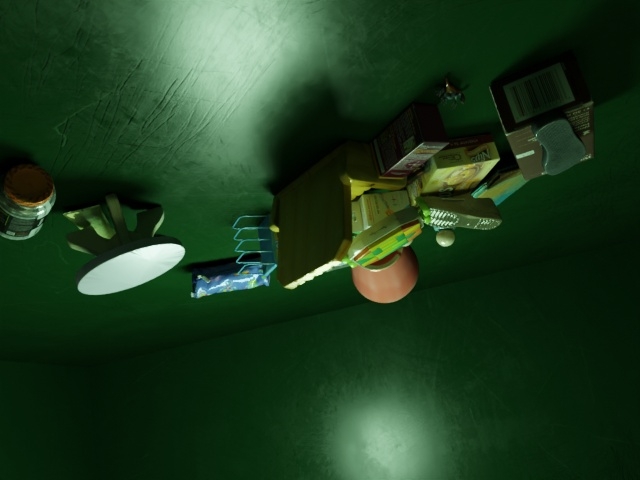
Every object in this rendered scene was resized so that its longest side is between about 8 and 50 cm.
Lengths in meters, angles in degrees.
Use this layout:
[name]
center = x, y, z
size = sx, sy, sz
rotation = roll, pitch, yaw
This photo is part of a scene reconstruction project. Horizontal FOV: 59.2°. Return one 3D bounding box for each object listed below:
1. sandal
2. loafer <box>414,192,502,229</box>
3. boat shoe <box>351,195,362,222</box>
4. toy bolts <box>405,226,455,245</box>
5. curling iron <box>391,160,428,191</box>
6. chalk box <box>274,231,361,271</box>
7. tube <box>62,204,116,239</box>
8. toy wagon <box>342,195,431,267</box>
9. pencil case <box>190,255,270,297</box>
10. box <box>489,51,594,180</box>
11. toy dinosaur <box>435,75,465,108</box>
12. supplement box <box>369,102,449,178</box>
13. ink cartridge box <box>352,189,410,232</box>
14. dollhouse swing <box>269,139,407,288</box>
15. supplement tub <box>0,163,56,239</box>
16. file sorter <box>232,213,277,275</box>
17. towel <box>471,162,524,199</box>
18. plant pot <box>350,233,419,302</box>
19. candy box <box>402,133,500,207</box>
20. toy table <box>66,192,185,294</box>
[sandal]
center = 0.531, -0.224, 1.261
size = 0.097, 0.054, 0.254
rotation = -25, 150, 18
[loafer]
center = 0.405, -0.094, 1.675
size = 0.269, 0.091, 0.102
rotation = 9, 151, -12
[boat shoe]
center = 0.166, -0.069, 1.880
size = 0.105, 0.089, 0.285
rotation = -20, 161, 25
[toy bolts]
center = 0.337, -0.051, 1.866
size = 0.229, 0.158, 0.218
rotation = -2, 169, 6
[curling iron]
center = 0.253, -0.190, 1.626
size = 0.035, 0.068, 0.274
rotation = -10, 168, -11
[chalk box]
center = 0.000, 0.000, 1.848
size = 0.289, 0.179, 0.180
rotation = -16, 162, 9
[tube]
center = -0.607, -0.034, 1.535
size = 0.062, 0.070, 0.240
rotation = 30, 161, 11
[toy wagon]
center = 0.188, -0.009, 1.586
size = 0.267, 0.068, 0.344
rotation = -31, 166, 7
[pencil case]
center = -0.344, 0.138, 2.147
size = 0.307, 0.119, 0.133
rotation = -10, 161, -9
[box]
center = 0.552, -0.284, 1.383
size = 0.191, 0.143, 0.381
rotation = -20, 163, 22
[toy dinosaur]
center = 0.297, -0.324, 1.247
size = 0.082, 0.047, 0.090
rotation = -24, 159, -28
[supplement box]
center = 0.210, -0.234, 1.358
size = 0.081, 0.104, 0.188
rotation = -3, 161, -30
[ink cartridge box]
center = 0.180, -0.088, 1.724
size = 0.182, 0.104, 0.061
rotation = -7, 166, -11
[dollhouse swing]
center = 0.060, -0.048, 1.519
size = 0.315, 0.304, 0.347
rotation = 3, 157, -39
[supplement tub]
center = -0.649, -0.084, 1.227
size = 0.117, 0.116, 0.190
rotation = 1, 159, -37
[file sorter]
center = -0.208, 0.015, 1.765
size = 0.105, 0.170, 0.118
rotation = 0, 159, -25
[towel]
center = 0.582, -0.172, 1.846
size = 0.272, 0.040, 0.370
rotation = -21, 165, -22
[plant pot]
center = 0.228, 0.068, 2.113
size = 0.275, 0.274, 0.243
rotation = -14, 153, 7
[candy box]
center = 0.368, -0.188, 1.642
size = 0.183, 0.087, 0.316
rotation = -10, 163, -9
[toy table]
center = -0.514, 0.013, 1.469
size = 0.275, 0.160, 0.252
rotation = -14, 150, -34
